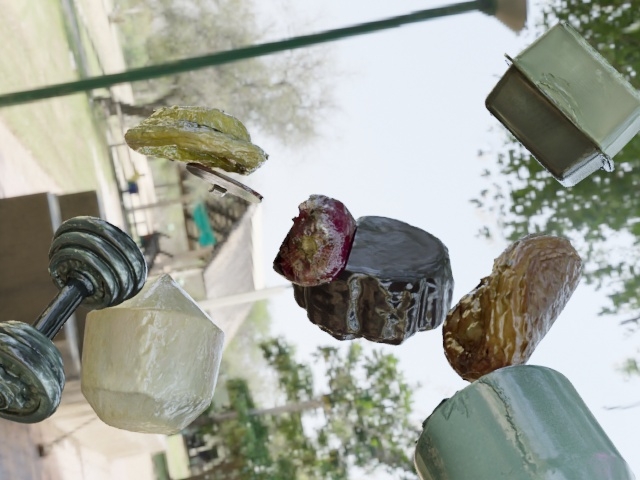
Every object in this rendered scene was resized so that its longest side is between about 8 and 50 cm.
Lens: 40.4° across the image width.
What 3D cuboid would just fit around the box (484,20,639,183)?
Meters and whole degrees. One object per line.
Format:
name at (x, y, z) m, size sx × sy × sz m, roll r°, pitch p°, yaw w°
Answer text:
box at (0.376, -0.197, 1.332) m, size 0.220 × 0.166 × 0.290 m, roll 48°, pitch 14°, yaw 13°

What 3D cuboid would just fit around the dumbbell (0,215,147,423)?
dumbbell at (-0.419, 0.119, 1.381) m, size 0.406 × 0.179 × 0.179 m, roll -63°, pitch 158°, yaw -48°

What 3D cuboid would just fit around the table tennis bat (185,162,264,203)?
table tennis bat at (-0.183, -0.103, 1.630) m, size 0.021 × 0.154 × 0.274 m, roll -66°, pitch -170°, yaw -6°

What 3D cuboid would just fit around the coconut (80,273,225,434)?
coconut at (-0.341, 0.220, 1.763) m, size 0.329 × 0.328 × 0.329 m, roll 170°, pitch -90°, yaw -79°

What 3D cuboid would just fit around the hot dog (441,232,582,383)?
hot dog at (0.376, 0.120, 1.705) m, size 0.174 × 0.387 × 0.267 m, roll 43°, pitch -47°, yaw 7°

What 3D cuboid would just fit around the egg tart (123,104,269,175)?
egg tart at (-0.225, -0.187, 1.611) m, size 0.279 × 0.278 × 0.095 m, roll 164°, pitch -64°, yaw -79°

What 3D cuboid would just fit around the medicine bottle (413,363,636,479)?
medicine bottle at (0.275, 0.335, 1.060) m, size 0.290 × 0.245 × 0.245 m, roll -117°, pitch -160°, yaw -50°

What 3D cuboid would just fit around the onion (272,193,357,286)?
onion at (0.000, 0.000, 1.811) m, size 0.218 × 0.139 × 0.195 m, roll -36°, pitch 146°, yaw -78°

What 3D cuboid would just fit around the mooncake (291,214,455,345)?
mooncake at (0.132, 0.097, 2.047) m, size 0.350 × 0.381 × 0.212 m, roll 26°, pitch -59°, yaw 49°
